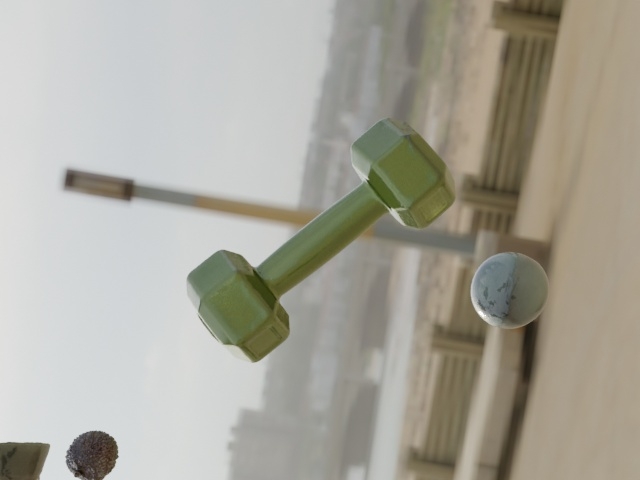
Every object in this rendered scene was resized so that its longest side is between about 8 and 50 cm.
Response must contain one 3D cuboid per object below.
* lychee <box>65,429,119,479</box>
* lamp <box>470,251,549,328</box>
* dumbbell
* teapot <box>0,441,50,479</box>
[{"bbox_3d":[-0.295,0.280,2.087,0.068,0.067,0.083,57,-147,-11],"label":"lychee"},{"bbox_3d":[0.253,0.066,2.157,0.105,0.105,0.105,9,-90,-88],"label":"lamp"},{"bbox_3d":[0.000,0.000,1.698,0.108,0.302,0.121,51,178,29],"label":"dumbbell"},{"bbox_3d":[-0.506,0.489,2.506,0.300,0.253,0.344,32,-124,-73],"label":"teapot"}]
